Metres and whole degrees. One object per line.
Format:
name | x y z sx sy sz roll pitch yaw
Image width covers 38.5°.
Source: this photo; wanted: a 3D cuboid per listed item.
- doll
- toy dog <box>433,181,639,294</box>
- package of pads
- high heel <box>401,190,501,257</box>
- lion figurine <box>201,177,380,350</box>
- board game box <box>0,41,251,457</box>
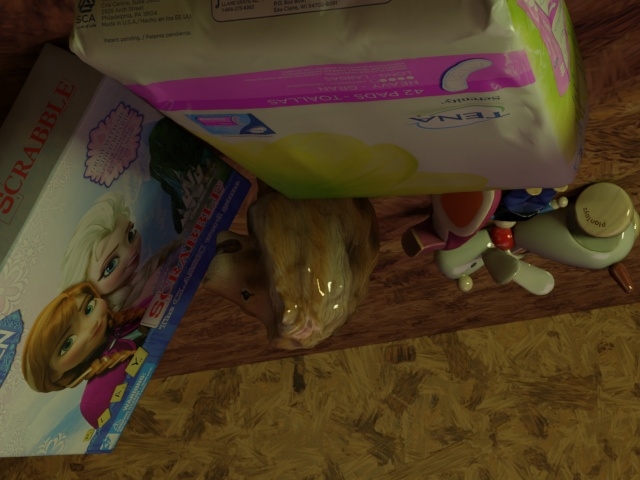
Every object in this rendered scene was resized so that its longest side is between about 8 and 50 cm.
doll | 0.288 -0.053 1.290 0.129 0.046 0.189 -7 165 -11
toy dog | 0.358 0.031 1.433 0.220 0.160 0.334 3 160 -41
package of pads | 0.034 -0.105 0.545 0.229 0.101 0.296 -1 169 19
high heel | 0.206 -0.041 1.242 0.117 0.082 0.244 -21 164 -25
lion figurine | 0.000 0.000 0.902 0.142 0.240 0.392 -14 166 11
board game box | -0.207 0.035 0.805 0.066 0.318 0.318 26 177 19
